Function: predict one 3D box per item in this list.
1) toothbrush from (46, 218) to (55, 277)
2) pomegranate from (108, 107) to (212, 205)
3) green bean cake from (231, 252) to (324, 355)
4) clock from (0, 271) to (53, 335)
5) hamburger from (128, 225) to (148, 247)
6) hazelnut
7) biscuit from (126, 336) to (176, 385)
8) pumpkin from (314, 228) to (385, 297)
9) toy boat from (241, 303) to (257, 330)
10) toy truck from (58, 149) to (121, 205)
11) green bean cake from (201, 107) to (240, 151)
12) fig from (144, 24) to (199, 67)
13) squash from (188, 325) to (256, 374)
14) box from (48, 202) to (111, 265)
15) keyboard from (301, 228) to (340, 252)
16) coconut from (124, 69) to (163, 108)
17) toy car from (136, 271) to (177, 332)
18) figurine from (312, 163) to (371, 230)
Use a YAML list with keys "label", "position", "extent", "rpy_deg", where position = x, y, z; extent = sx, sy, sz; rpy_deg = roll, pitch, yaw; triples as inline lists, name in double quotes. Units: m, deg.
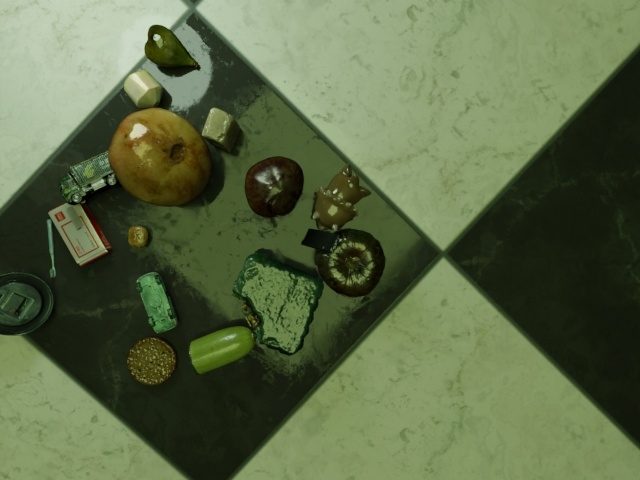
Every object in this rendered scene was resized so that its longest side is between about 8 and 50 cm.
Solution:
- label: "toothbrush"
  position: [-1.008, 0.030, 1.528]
  extent: [0.016, 0.019, 0.220]
  rpy_deg: [-1, 93, 2]
- label: "pomegranate"
  position: [-0.551, -0.281, 1.405]
  extent: [0.337, 0.338, 0.339]
  rpy_deg: [0, 93, -3]
- label: "green bean cake"
  position: [-0.173, 0.227, 1.494]
  extent: [0.307, 0.169, 0.300]
  rpy_deg: [23, 82, -7]
- label: "clock"
  position: [-1.093, 0.226, 1.467]
  extent: [0.225, 0.049, 0.226]
  rpy_deg: [0, 90, -35]
- label: "hamburger"
  position: [-0.683, -0.013, 1.531]
  extent: [0.076, 0.044, 0.083]
  rpy_deg: [0, 90, -4]
- label: "hazelnut"
  position: [-0.172, -0.196, 1.468]
  extent: [0.218, 0.218, 0.234]
  rpy_deg: [30, 93, -4]
- label: "biscuit"
  position: [-0.645, 0.462, 1.565]
  extent: [0.187, 0.027, 0.188]
  rpy_deg: [0, 94, -4]
- label: "pumpkin"
  position: [0.115, 0.079, 1.504]
  extent: [0.260, 0.189, 0.261]
  rpy_deg: [0, 92, -4]
- label: "toy boat"
  position: [-0.256, 0.309, 1.566]
  extent: [0.047, 0.049, 0.149]
  rpy_deg: [-30, 94, 0]
- label: "toy truck"
  position: [-0.800, -0.229, 1.469]
  extent: [0.259, 0.088, 0.121]
  rpy_deg: [-30, 95, -13]
- label: "green bean cake"
  position: [-0.352, -0.391, 1.461]
  extent: [0.085, 0.179, 0.109]
  rpy_deg: [22, 89, -3]
- label: "fig"
  position: [-0.535, -0.689, 1.465]
  extent: [0.184, 0.126, 0.133]
  rpy_deg: [14, 79, 0]
- label: "squash"
  position: [-0.355, 0.399, 1.528]
  extent: [0.246, 0.132, 0.133]
  rpy_deg: [-19, 94, -3]
- label: "box"
  position: [-0.888, -0.032, 1.515]
  extent: [0.122, 0.050, 0.230]
  rpy_deg: [-27, 94, -1]
- label: "keyboard"
  position: [0.001, 0.000, 1.483]
  extent: [0.023, 0.231, 0.072]
  rpy_deg: [29, 82, -29]
- label: "coconut"
  position: [-0.630, -0.537, 1.474]
  extent: [0.116, 0.116, 0.122]
  rpy_deg: [-37, 96, -1]
- label: "toy car"
  position: [-0.607, 0.229, 1.531]
  extent: [0.090, 0.076, 0.224]
  rpy_deg: [-22, 86, 0]
- label: "figurine"
  position: [0.070, -0.147, 1.498]
  extent: [0.247, 0.173, 0.177]
  rpy_deg: [-39, 94, 0]
